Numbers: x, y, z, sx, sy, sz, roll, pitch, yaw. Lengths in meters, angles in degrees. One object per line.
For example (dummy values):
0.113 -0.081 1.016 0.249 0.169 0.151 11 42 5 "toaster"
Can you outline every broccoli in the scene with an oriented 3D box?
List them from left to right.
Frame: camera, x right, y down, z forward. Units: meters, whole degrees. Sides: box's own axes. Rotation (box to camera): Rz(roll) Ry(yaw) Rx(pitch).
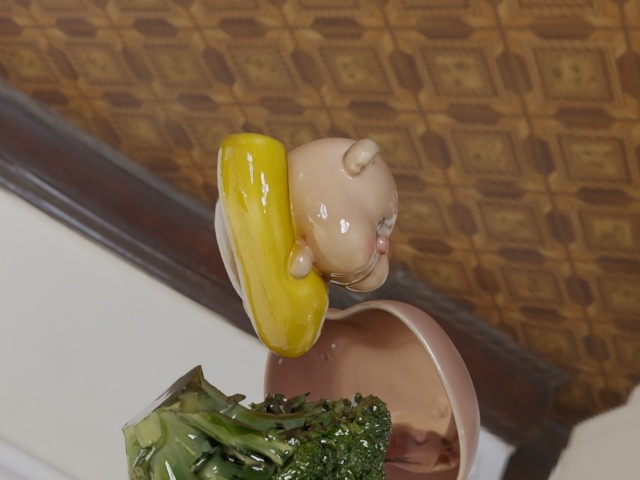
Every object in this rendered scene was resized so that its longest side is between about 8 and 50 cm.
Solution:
-0.039 0.133 0.608 0.138 0.146 0.162 51 142 -7 "broccoli"

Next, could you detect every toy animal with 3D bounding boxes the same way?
0.000 0.000 0.501 0.082 0.091 0.114 -16 168 -11 "toy animal"

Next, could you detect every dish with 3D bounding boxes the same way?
0.055 0.141 1.035 0.213 0.090 0.213 10 108 33 "dish"
